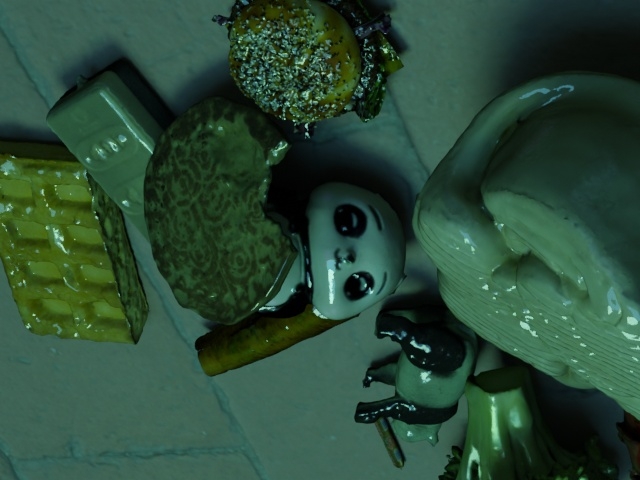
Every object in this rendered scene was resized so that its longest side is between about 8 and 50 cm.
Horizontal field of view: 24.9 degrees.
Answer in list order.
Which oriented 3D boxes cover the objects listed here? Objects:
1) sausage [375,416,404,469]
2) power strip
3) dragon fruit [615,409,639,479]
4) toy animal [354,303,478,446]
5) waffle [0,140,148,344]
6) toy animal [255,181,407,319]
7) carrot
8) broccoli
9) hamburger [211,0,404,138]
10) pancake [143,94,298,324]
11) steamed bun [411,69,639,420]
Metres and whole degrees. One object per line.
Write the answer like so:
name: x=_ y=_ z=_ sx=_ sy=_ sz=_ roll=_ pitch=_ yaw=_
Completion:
sausage: x=0.083 y=0.244 z=1.775 sx=0.015 sy=0.015 sz=0.100 roll=-6 pitch=124 yaw=28
power strip: x=-0.190 y=-0.079 z=1.601 sx=0.105 sy=0.070 sz=0.257 roll=-25 pitch=112 yaw=36
dragon fruit: x=0.398 y=0.199 z=1.496 sx=0.188 sy=0.182 sz=0.182 roll=-18 pitch=117 yaw=34
toy animal: x=0.109 y=0.155 z=1.648 sx=0.121 sy=0.094 sz=0.225 roll=14 pitch=130 yaw=2
waffle: x=-0.310 y=0.001 z=1.727 sx=0.168 sy=0.057 sz=0.274 roll=4 pitch=128 yaw=22
toy animal: x=0.000 y=0.000 z=1.532 sx=0.179 sy=0.138 sz=0.166 roll=1 pitch=104 yaw=14
carrot: x=-0.049 y=0.096 z=1.684 sx=0.260 sy=0.070 sz=0.070 roll=-28 pitch=112 yaw=40
broccoli: x=0.202 y=0.261 z=1.611 sx=0.247 sy=0.263 sz=0.243 roll=11 pitch=116 yaw=51
hamburger: x=-0.015 y=-0.180 z=1.425 sx=0.189 sy=0.093 sz=0.164 roll=38 pitch=132 yaw=-10
pancake: x=-0.106 y=-0.031 z=1.487 sx=0.212 sy=0.029 sz=0.235 roll=0 pitch=90 yaw=39
steamed bun: x=0.272 y=-0.006 z=1.317 sx=0.342 sy=0.255 sz=0.368 roll=29 pitch=169 yaw=26
